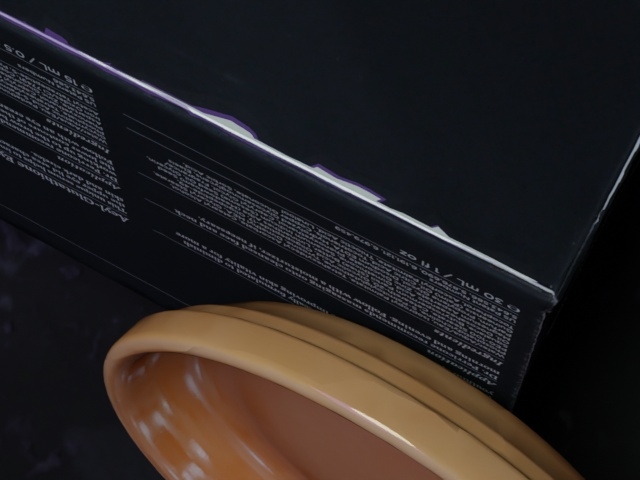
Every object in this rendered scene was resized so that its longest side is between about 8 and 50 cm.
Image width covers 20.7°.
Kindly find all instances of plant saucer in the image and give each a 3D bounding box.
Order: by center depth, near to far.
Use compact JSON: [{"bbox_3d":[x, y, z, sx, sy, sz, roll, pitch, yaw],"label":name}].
[{"bbox_3d":[0.022,0.083,0.555,0.200,0.200,0.037,22,62,29],"label":"plant saucer"}]

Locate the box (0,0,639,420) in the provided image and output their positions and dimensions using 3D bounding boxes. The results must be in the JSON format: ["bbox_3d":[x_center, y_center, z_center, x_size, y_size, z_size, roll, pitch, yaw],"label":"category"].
[{"bbox_3d":[-0.034,-0.048,0.543,0.261,0.184,0.103,28,69,10],"label":"box"}]
